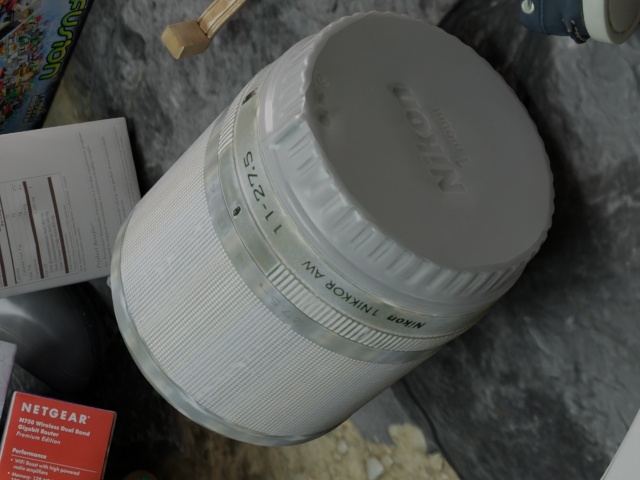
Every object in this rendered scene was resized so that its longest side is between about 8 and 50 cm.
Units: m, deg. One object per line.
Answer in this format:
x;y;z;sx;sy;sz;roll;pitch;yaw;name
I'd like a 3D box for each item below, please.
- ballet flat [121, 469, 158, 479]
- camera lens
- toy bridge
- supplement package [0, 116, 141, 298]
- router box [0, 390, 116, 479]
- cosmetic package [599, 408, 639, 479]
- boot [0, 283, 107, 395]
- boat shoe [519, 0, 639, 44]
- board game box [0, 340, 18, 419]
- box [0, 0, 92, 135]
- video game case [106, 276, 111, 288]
-0.197;0.294;1.610;0.232;0.080;0.073;-51;38;40;ballet flat
0.000;0.000;1.182;0.274;0.219;0.219;-42;73;45;camera lens
-0.057;-0.212;1.282;0.026;0.063;0.188;52;135;19;toy bridge
-0.285;-0.015;1.441;0.139;0.244;0.134;-10;92;50;supplement package
-0.251;0.284;1.432;0.335;0.082;0.301;149;133;-78;router box
0.317;0.052;0.921;0.197;0.155;0.365;43;131;29;cosmetic package
-0.370;0.061;1.581;0.338;0.222;0.118;33;124;34;boot
0.153;-0.245;1.038;0.079;0.095;0.254;11;120;32;boat shoe
-0.341;0.280;1.512;0.318;0.066;0.319;120;161;-63;board game box
-0.267;-0.165;1.478;0.036;0.114;0.207;50;134;22;box
-0.136;0.048;1.491;0.122;0.011;0.087;48;132;24;video game case
